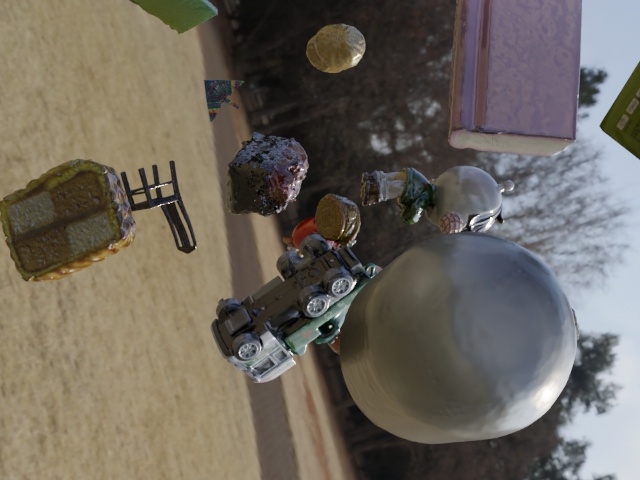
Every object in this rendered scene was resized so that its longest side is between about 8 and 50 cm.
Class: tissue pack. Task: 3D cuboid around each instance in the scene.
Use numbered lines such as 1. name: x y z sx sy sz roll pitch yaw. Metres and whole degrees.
1. tissue pack: 0.711 -0.282 1.665 0.200 0.167 0.274 48 -46 30

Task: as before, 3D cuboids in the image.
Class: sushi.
1. sushi: -0.135 -0.162 2.251 0.343 0.182 0.196 -61 168 -68

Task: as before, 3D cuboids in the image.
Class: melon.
1. melon: -0.348 -0.514 1.816 0.114 0.262 0.053 -54 -158 37

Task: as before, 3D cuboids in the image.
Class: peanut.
1. peanut: 0.023 -0.355 1.604 0.193 0.089 0.089 -169 -121 -74

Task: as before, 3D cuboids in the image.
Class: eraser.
1. eraser: 0.424 -0.373 1.892 0.122 0.272 0.359 88 7 -75

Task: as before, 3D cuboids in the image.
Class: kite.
1. kite: -0.204 -0.294 1.759 0.090 0.122 0.004 37 -23 -19

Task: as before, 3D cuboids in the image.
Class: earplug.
1. earplug: 0.210 0.146 1.298 0.394 0.313 0.312 120 -47 -75

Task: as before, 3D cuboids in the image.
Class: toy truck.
1. toy truck: -0.042 0.144 1.803 0.178 0.363 0.176 59 -3 -38

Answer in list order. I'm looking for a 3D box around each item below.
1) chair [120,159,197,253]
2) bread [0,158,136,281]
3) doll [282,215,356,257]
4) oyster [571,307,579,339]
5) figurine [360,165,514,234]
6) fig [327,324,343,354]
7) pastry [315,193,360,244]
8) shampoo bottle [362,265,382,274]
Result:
1. chair: -0.354 -0.061 1.909 0.084 0.101 0.212 -5 -79 45
2. bread: -0.445 -0.034 1.519 0.096 0.222 0.181 31 35 -84
3. doll: 0.000 0.000 2.150 0.217 0.183 0.085 114 -28 -63
4. oyster: 0.507 0.178 2.069 0.161 0.233 0.107 26 82 -77
5. figurine: 0.285 -0.109 2.133 0.281 0.370 0.167 -94 -169 -64
6. fig: 0.058 0.208 2.021 0.150 0.128 0.128 -7 -74 49
7. pastry: 0.034 -0.044 1.780 0.057 0.097 0.109 4 69 -41
8. shampoo bottle: 0.156 0.129 2.248 0.303 0.092 0.092 44 25 -64
